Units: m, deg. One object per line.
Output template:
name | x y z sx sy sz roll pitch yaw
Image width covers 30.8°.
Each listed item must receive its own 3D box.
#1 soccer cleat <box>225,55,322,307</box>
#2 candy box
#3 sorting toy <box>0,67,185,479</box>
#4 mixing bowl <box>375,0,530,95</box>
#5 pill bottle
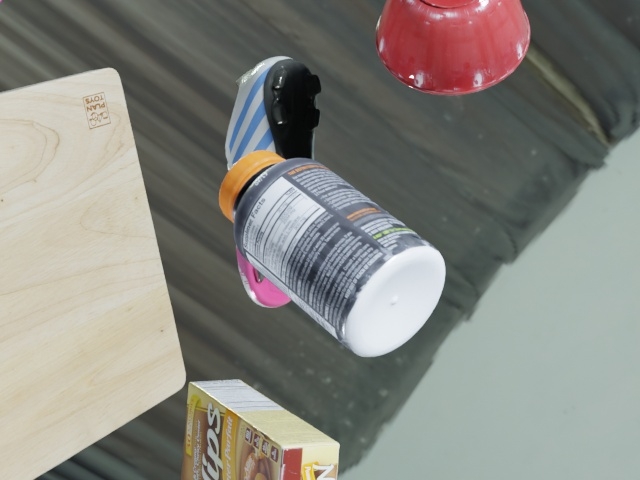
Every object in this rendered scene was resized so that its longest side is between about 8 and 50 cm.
soccer cleat | -0.068 -0.076 1.541 0.143 0.116 0.331 -3 81 54
candy box | -0.089 0.312 1.545 0.316 0.087 0.183 17 103 61
sorting toy | -0.232 0.030 0.812 0.089 0.255 0.257 -2 16 35
mixing bowl | 0.150 -0.266 1.330 0.098 0.181 0.181 77 -148 -60
pill bottle | 0.000 0.000 1.179 0.246 0.130 0.130 39 93 37
